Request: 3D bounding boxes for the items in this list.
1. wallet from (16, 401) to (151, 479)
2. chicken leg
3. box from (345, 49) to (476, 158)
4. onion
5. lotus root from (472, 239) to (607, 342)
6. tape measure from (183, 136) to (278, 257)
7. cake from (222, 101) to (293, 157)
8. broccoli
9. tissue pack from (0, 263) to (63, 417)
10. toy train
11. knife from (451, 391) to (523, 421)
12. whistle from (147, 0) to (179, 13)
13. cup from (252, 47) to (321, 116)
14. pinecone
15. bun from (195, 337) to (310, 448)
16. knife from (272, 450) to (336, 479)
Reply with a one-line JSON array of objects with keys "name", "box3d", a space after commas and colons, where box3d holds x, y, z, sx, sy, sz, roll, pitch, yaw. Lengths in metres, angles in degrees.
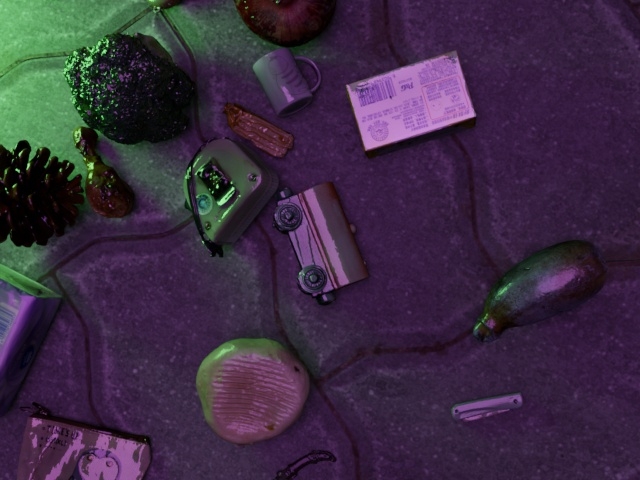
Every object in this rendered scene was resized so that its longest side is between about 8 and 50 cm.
[{"name": "wallet", "box3d": [-0.578, 0.546, 1.934, 0.335, 0.068, 0.275, 13, 86, 7]}, {"name": "chicken leg", "box3d": [-0.529, -0.163, 1.960, 0.087, 0.107, 0.251, -33, 74, 20]}, {"name": "box", "box3d": [0.205, -0.305, 1.856, 0.265, 0.097, 0.168, -18, 84, 7]}, {"name": "onion", "box3d": [-0.079, -0.565, 1.865, 0.246, 0.190, 0.246, 0, 96, 0]}, {"name": "lotus root", "box3d": [0.462, 0.107, 1.770, 0.322, 0.158, 0.140, -28, 81, 13]}, {"name": "tape measure", "box3d": [-0.234, -0.114, 1.884, 0.207, 0.115, 0.235, 45, 106, 20]}, {"name": "cake", "box3d": [-0.159, -0.262, 1.937, 0.185, 0.116, 0.080, 22, 95, -23]}, {"name": "broccoli", "box3d": [-0.437, -0.356, 1.886, 0.307, 0.308, 0.275, -13, 51, 7]}, {"name": "tissue pack", "box3d": [-0.801, 0.233, 1.937, 0.242, 0.160, 0.338, 27, 92, 10]}, {"name": "toy train", "box3d": [0.000, 0.000, 1.868, 0.177, 0.116, 0.285, -21, 83, -6]}, {"name": "knife", "box3d": [0.373, 0.374, 1.831, 0.162, 0.023, 0.044, -13, 83, 7]}, {"name": "whistle", "box3d": [-0.366, -0.650, 1.980, 0.107, 0.057, 0.220, 11, 84, 22]}, {"name": "cup", "box3d": [-0.070, -0.374, 1.898, 0.136, 0.099, 0.133, -26, 83, 7]}, {"name": "pinecone", "box3d": [-0.670, -0.106, 1.886, 0.264, 0.264, 0.264, 0, 87, 8]}, {"name": "bun", "box3d": [-0.158, 0.329, 1.845, 0.259, 0.160, 0.259, 0, 101, 0]}, {"name": "knife", "box3d": [-0.071, 0.535, 1.886, 0.222, 0.021, 0.046, -27, 86, 5]}]
